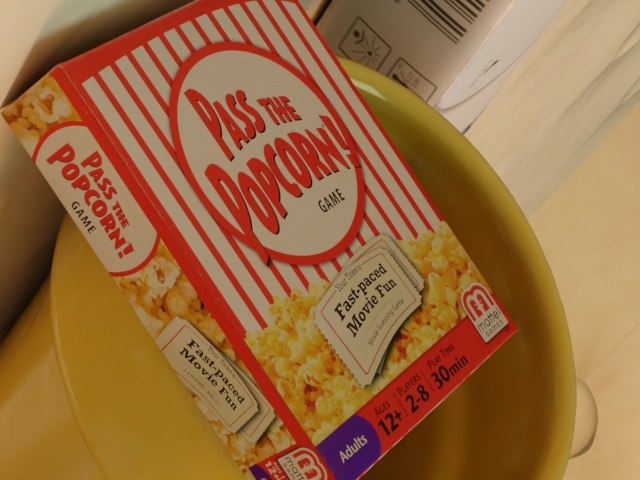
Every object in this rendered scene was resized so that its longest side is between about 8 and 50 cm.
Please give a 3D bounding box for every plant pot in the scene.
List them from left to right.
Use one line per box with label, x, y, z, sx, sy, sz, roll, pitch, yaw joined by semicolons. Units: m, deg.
plant pot;-0.045;0.071;0.861;0.239;0.254;0.254;-34;-178;43

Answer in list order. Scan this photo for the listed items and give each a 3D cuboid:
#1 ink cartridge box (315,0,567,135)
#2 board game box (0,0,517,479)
ink cartridge box;0.145;-0.183;1.030;0.385;0.091;0.308;-36;167;-44
board game box;-0.019;-0.005;0.719;0.045;0.193;0.147;-33;-177;41
